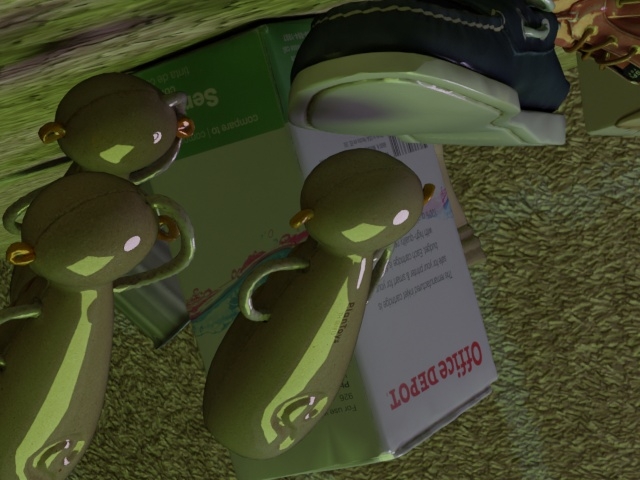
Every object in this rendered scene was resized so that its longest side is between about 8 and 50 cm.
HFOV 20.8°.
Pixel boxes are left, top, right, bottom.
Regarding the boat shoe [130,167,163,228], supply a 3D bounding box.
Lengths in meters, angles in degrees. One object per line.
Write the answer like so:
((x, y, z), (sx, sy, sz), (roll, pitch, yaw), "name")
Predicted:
((-0.098, -0.045, 1.129), (0.070, 0.077, 0.219), (-17, 179, -28), "boat shoe")

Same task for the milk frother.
((-0.124, -0.009, 1.278), (0.129, 0.135, 0.143), (-49, -171, -7), "milk frother")

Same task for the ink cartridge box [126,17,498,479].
((0.000, 0.000, 0.884), (0.093, 0.212, 0.154), (-17, -178, 28), "ink cartridge box")

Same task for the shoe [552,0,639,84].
((0.163, -0.124, 1.005), (0.178, 0.081, 0.063), (-18, -179, -7), "shoe")

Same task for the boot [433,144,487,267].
((0.012, -0.023, 1.595), (0.262, 0.203, 0.095), (-20, -179, -20), "boot")

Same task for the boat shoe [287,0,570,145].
((0.054, -0.082, 0.727), (0.095, 0.079, 0.254), (0, 180, 25), "boat shoe")

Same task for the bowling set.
((-0.128, -0.009, 0.652), (0.287, 0.200, 0.154), (-12, 141, -38), "bowling set")

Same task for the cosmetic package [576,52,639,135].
((0.368, -0.169, 1.464), (0.160, 0.113, 0.309), (-3, 173, -26), "cosmetic package")
